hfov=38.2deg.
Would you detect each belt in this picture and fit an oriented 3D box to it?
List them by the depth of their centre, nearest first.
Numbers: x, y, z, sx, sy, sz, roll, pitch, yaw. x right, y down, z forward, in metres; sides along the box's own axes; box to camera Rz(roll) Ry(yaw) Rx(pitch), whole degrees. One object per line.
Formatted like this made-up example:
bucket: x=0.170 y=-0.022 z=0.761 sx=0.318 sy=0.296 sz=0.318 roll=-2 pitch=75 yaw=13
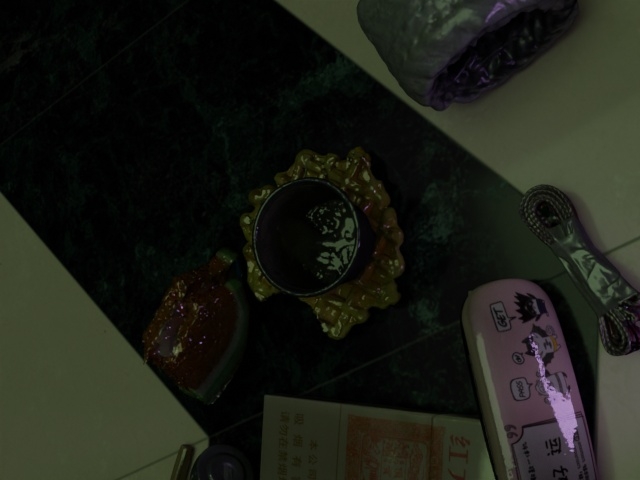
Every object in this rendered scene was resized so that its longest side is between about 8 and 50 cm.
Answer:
belt: x=0.324 y=0.029 z=1.122 sx=0.071 sy=0.053 sz=0.232 roll=-38 pitch=68 yaw=23

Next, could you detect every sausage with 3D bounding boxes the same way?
sausage: x=-0.227 y=0.386 z=1.455 sx=0.024 sy=0.024 sz=0.132 roll=18 pitch=95 yaw=31

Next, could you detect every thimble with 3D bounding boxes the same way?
thimble: x=0.183 y=-0.285 z=1.142 sx=0.245 sy=0.217 sz=0.157 roll=-32 pitch=74 yaw=9

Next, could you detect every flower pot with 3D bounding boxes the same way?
flower pot: x=0.000 y=0.000 z=1.237 sx=0.157 sy=0.107 sz=0.157 roll=-3 pitch=83 yaw=24

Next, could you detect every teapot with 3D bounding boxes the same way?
teapot: x=-0.150 y=0.376 z=1.373 sx=0.091 sy=0.092 sz=0.124 roll=-51 pitch=52 yaw=44

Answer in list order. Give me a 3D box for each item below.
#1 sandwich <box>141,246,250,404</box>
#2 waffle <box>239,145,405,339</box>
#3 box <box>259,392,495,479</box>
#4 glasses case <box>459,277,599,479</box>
sandwich: x=-0.167 y=0.125 z=1.366 sx=0.079 sy=0.159 sz=0.235 roll=23 pitch=86 yaw=39
waffle: x=-0.003 y=0.006 z=1.327 sx=0.291 sy=0.051 sz=0.291 roll=-2 pitch=87 yaw=31
box: x=0.078 y=0.326 z=1.253 sx=0.365 sy=0.051 sz=0.204 roll=0 pitch=85 yaw=31
glasses case: x=0.253 y=0.199 z=1.119 sx=0.122 sy=0.075 sz=0.314 roll=-10 pitch=79 yaw=-8
